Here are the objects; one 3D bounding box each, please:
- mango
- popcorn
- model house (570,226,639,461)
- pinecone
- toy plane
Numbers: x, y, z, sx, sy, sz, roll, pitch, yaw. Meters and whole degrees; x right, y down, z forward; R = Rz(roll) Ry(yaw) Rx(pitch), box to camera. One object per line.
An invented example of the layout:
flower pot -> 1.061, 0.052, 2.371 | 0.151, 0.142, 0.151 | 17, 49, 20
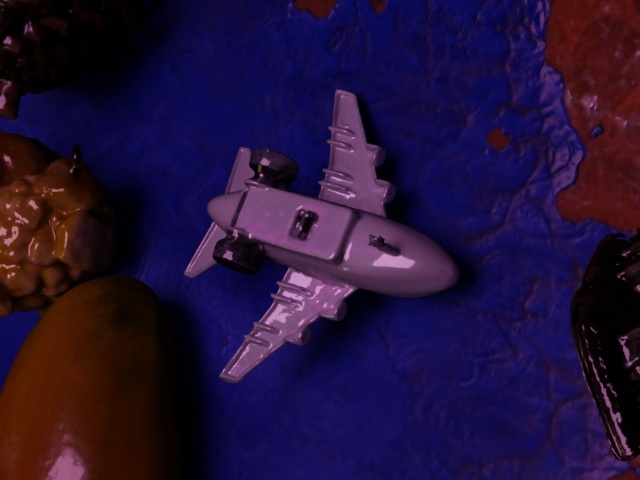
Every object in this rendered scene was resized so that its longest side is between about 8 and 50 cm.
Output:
mango -> -0.197, 0.160, 1.540 | 0.175, 0.139, 0.254 | -14, 63, 27
popcorn -> -0.265, -0.009, 1.642 | 0.194, 0.140, 0.163 | 16, 83, 32
model house -> 0.247, 0.041, 1.188 | 0.152, 0.106, 0.165 | -32, 65, 35
pinecone -> -0.268, -0.255, 1.637 | 0.244, 0.244, 0.309 | -26, 53, 35
toy plane -> -0.003, -0.002, 1.424 | 0.255, 0.101, 0.251 | 15, 79, 43
